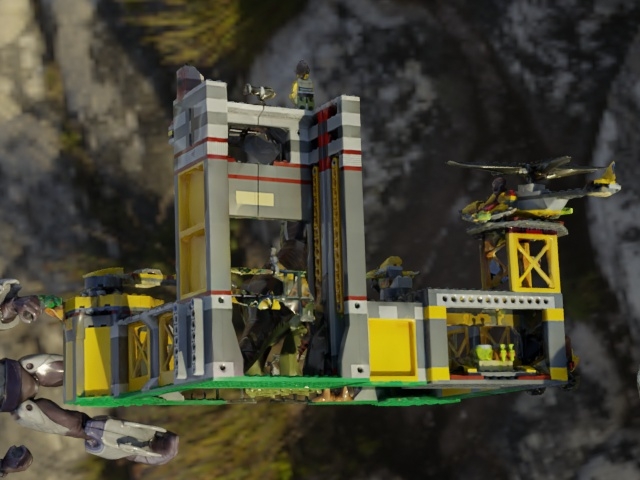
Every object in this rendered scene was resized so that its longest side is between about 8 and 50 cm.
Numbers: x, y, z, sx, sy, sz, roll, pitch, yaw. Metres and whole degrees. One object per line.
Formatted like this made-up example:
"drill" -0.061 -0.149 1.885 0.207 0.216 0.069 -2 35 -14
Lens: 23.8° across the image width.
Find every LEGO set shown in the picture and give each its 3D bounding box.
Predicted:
"LEGO set" 0.000 0.000 0.938 0.255 0.331 0.192 153 117 -68

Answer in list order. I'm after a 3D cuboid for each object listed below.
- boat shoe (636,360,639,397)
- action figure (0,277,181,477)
"boat shoe" 0.252 0.165 0.835 0.099 0.116 0.319 -50 38 42
"action figure" -0.258 0.131 1.354 0.099 0.285 0.185 -9 73 57
